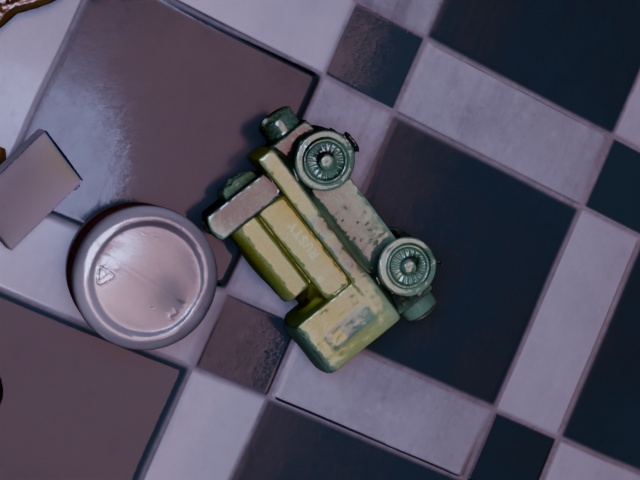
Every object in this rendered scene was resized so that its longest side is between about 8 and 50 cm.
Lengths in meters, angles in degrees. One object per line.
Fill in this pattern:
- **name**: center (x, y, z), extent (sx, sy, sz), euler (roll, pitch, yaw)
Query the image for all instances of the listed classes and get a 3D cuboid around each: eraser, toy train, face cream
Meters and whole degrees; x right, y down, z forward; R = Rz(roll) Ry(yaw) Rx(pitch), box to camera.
- **eraser**: center (-0.421, -0.072, 1.655), extent (0.150, 0.023, 0.104), euler (-48, 131, -21)
- **toy train**: center (0.000, 0.000, 1.754), extent (0.253, 0.160, 0.397), euler (-38, 103, -3)
- **face cream**: center (-0.259, 0.047, 1.660), extent (0.201, 0.187, 0.201), euler (-1, 94, -16)

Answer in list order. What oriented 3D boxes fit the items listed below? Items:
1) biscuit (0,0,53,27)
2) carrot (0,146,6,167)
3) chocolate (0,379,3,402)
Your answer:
- **biscuit**: center (-0.534, -0.428, 1.612), extent (0.359, 0.074, 0.381), euler (44, 84, -13)
- **carrot**: center (-0.510, -0.017, 1.650), extent (0.070, 0.070, 0.260), euler (17, 91, -16)
- **chocolate**: center (-0.544, 0.236, 1.598), extent (0.206, 0.177, 0.224), euler (18, 90, -16)
